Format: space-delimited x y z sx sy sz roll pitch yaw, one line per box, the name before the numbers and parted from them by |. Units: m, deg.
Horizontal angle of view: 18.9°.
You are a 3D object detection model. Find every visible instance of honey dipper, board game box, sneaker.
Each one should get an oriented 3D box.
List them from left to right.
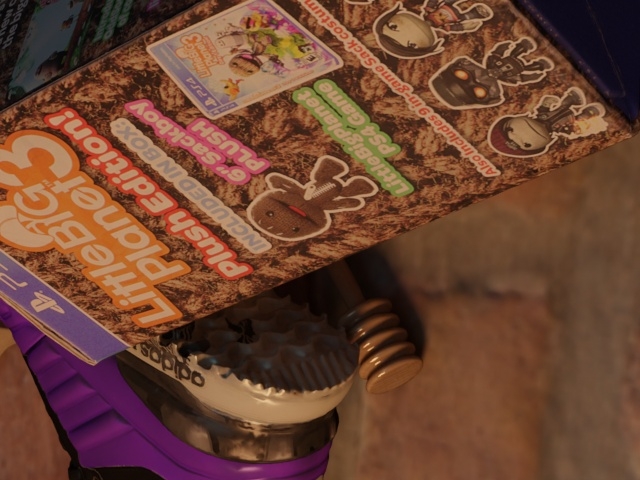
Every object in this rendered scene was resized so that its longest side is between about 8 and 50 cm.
sneaker | -0.108 0.066 0.963 0.293 0.102 0.146 32 125 40
board game box | -0.020 -0.114 0.806 0.291 0.141 0.232 -23 40 35
honey dipper | 0.000 0.000 0.926 0.030 0.030 0.160 -43 63 29

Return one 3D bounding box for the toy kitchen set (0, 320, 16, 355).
toy kitchen set | -0.208 0.146 1.022 0.166 0.122 0.207 -51 62 25
